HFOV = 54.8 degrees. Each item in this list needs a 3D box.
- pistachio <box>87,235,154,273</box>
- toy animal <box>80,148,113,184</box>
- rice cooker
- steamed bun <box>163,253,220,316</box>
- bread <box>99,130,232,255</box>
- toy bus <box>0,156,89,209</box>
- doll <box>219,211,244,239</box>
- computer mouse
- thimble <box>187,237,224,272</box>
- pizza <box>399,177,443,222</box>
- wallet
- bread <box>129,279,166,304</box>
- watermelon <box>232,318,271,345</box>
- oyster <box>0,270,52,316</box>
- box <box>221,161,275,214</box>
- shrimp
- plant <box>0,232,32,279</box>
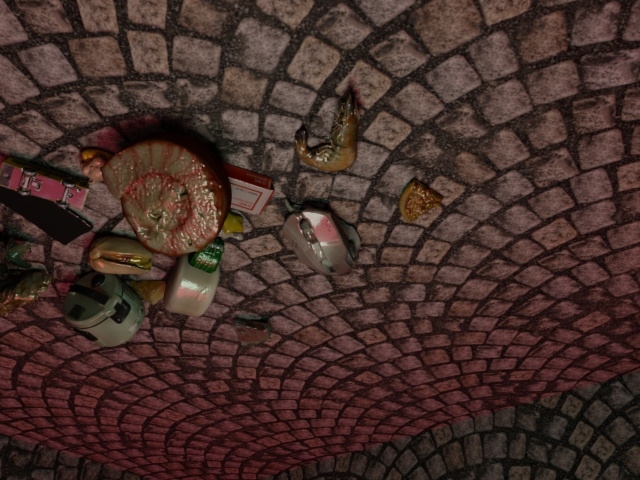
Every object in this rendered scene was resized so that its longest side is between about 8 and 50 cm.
[{"bbox_3d":[-0.629,0.047,1.947,0.201,0.117,0.145,4,180,-16],"label":"pistachio"},{"bbox_3d":[-0.611,-0.193,1.660,0.114,0.081,0.091,-25,134,29],"label":"toy animal"},{"bbox_3d":[-0.731,0.230,2.083,0.226,0.225,0.244,-11,139,13],"label":"rice cooker"},{"bbox_3d":[-0.427,0.157,2.035,0.147,0.164,0.241,16,139,-22],"label":"steamed bun"},{"bbox_3d":[-0.387,-0.122,1.622,0.295,0.114,0.327,-17,112,14],"label":"bread"},{"bbox_3d":[-0.759,-0.153,1.702,0.227,0.074,0.081,16,110,-20],"label":"toy bus"},{"bbox_3d":[-0.285,-0.034,1.877,0.113,0.071,0.135,-16,144,31],"label":"doll"},{"bbox_3d":[0.001,0.006,1.885,0.200,0.114,0.389,-20,138,19],"label":"computer mouse"},{"bbox_3d":[-0.353,0.038,1.915,0.090,0.118,0.130,21,156,-19],"label":"thimble"},{"bbox_3d":[0.291,-0.110,1.792,0.131,0.041,0.178,6,141,-10],"label":"pizza"},{"bbox_3d":[-0.830,-0.089,1.836,0.146,0.030,0.285,-20,136,28],"label":"wallet"},{"bbox_3d":[-0.601,0.165,2.165,0.109,0.080,0.084,28,148,22],"label":"bread"},{"bbox_3d":[-0.268,0.329,2.335,0.187,0.071,0.139,-24,129,40],"label":"watermelon"},{"bbox_3d":[-1.075,0.168,2.086,0.342,0.166,0.110,4,154,22],"label":"oyster"},{"bbox_3d":[-0.255,-0.152,1.734,0.230,0.050,0.123,17,139,-20],"label":"box"},{"bbox_3d":[0.017,-0.278,1.576,0.169,0.058,0.296,4,145,-1],"label":"shrimp"},{"bbox_3d":[-1.011,0.045,1.923,0.203,0.131,0.142,4,141,10],"label":"plant"}]
